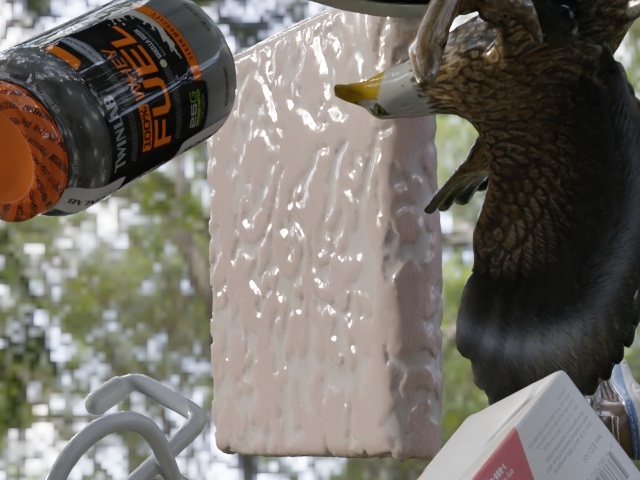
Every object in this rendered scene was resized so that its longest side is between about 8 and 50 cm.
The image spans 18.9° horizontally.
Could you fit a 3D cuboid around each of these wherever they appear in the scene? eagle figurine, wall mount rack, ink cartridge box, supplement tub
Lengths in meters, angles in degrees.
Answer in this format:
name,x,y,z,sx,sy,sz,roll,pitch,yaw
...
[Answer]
name,x,y,z,sx,sy,sz,roll,pitch,yaw
eagle figurine,0.119,-0.076,1.121,0.225,0.226,0.298,25,-27,42
wall mount rack,-0.180,0.265,1.293,0.130,0.304,0.350,22,-40,39
ink cartridge box,0.122,0.173,0.854,0.067,0.198,0.115,-33,6,41
supplement tub,-0.152,-0.088,1.272,0.117,0.117,0.190,-22,9,41

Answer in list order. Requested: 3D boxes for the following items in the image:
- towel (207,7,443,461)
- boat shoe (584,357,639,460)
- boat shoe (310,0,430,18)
name,x,y,z,sx,sy,sz,roll,pitch,yaw
towel,0.000,0.000,1.446,0.053,0.331,0.317,1,-6,-27
boat shoe,0.215,0.128,1.513,0.066,0.066,0.183,-7,7,-2
boat shoe,-0.021,-0.237,1.278,0.319,0.116,0.099,19,-54,6
